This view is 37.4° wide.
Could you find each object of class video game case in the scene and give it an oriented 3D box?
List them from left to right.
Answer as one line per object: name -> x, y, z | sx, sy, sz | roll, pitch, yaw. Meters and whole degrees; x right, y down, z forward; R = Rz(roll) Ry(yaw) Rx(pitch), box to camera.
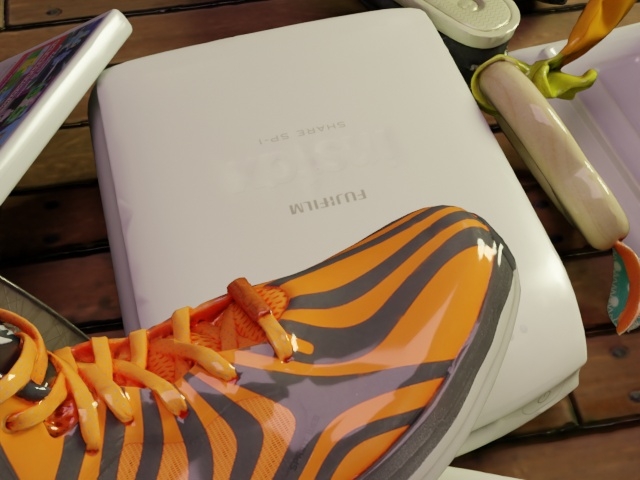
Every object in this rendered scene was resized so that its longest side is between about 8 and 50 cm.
video game case -> -0.232, -0.062, 0.629 | 0.183, 0.023, 0.201 | -10, 42, 40

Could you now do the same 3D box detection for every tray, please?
tray -> 0.246, -0.070, 0.680 | 0.145, 0.030, 0.270 | -14, 53, -10

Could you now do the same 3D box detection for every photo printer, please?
photo printer -> 0.000, 0.000, 0.582 | 0.256, 0.107, 0.307 | -12, 53, -8

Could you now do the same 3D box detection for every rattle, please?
rattle -> 0.195, -0.056, 0.599 | 0.142, 0.130, 0.200 | -26, 54, -5

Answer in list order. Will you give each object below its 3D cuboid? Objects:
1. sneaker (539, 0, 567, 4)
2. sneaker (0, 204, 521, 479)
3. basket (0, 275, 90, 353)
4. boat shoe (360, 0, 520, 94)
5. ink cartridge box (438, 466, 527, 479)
sneaker -> 0.126, -0.225, 0.790 | 0.178, 0.072, 0.077 | 25, 68, 29
sneaker -> -0.071, 0.058, 0.369 | 0.321, 0.180, 0.124 | -41, 27, -11
basket -> -0.227, 0.128, 0.454 | 0.154, 0.204, 0.227 | -4, 53, 40
boat shoe -> 0.055, -0.198, 0.751 | 0.084, 0.079, 0.233 | -31, 60, -24
ink cartridge box -> 0.139, 0.196, 0.443 | 0.231, 0.078, 0.134 | 9, 52, 8
